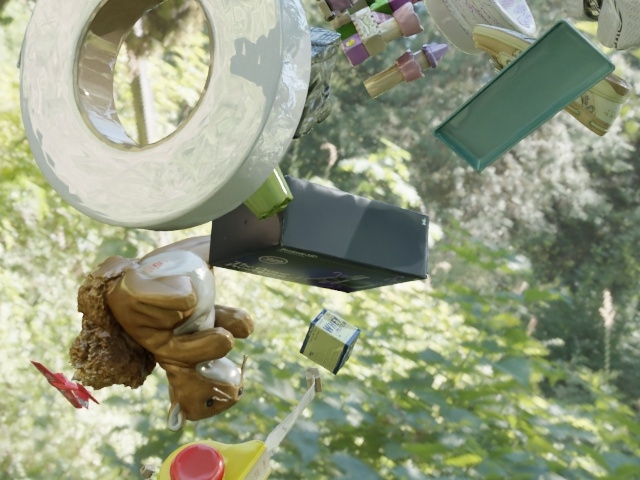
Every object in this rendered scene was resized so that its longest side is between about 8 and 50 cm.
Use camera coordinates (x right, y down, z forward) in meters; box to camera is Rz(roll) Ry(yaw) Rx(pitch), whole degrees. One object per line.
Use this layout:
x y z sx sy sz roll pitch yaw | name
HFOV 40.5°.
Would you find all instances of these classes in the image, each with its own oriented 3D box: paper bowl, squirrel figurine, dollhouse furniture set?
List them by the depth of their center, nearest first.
-0.329 0.511 1.684 0.081 0.114 0.091 31 10 -34 | dollhouse furniture set
-0.337 0.216 1.880 0.396 0.371 0.281 -4 26 14 | squirrel figurine
0.338 -0.530 1.928 0.284 0.148 0.284 34 37 -30 | paper bowl

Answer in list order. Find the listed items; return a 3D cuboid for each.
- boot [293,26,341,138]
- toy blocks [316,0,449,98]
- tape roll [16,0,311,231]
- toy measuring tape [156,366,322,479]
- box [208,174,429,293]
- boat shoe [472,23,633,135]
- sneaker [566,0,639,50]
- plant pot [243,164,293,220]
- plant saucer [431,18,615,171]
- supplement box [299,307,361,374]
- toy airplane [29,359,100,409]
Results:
-0.041 -0.227 1.365 0.083 0.161 0.246 21 35 24 | boot
0.135 -0.512 1.781 0.309 0.260 0.289 51 16 -46 | toy blocks
-0.196 -0.204 1.031 0.392 0.392 0.072 29 10 27 | tape roll
-0.121 0.279 1.153 0.121 0.330 0.121 21 -42 21 | toy measuring tape
0.000 0.000 1.238 0.261 0.103 0.184 13 -20 -36 | box
0.346 -0.263 1.370 0.104 0.089 0.285 -6 34 -46 | boat shoe
0.572 -0.423 1.500 0.210 0.137 0.366 -4 25 -1 | sneaker
-0.075 -0.069 1.068 0.079 0.083 0.083 57 -1 7 | plant pot
0.186 -0.134 0.819 0.067 0.018 0.192 38 -38 -9 | plant saucer
0.018 0.188 1.620 0.083 0.083 0.056 30 37 13 | supplement box
-0.435 0.250 1.493 0.151 0.028 0.151 32 -25 17 | toy airplane
